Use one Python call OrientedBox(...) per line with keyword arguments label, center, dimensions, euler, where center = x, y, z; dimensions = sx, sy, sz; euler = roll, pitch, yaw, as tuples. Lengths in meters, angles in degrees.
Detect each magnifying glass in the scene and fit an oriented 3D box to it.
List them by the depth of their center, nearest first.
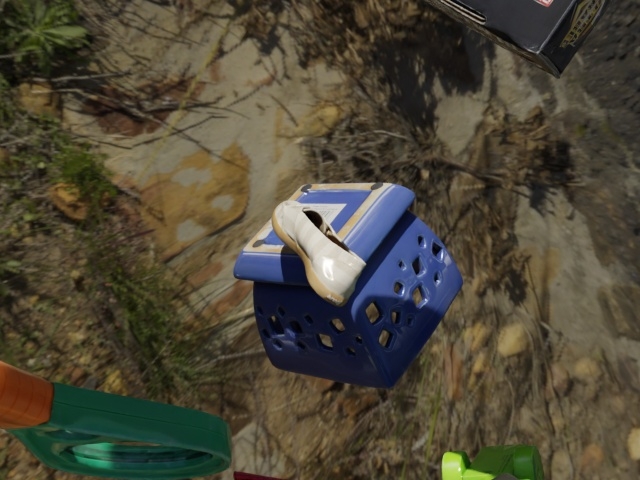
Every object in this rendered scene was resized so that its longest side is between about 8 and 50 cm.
OrientedBox(label="magnifying glass", center=(-0.112, 0.078, 0.378), dimensions=(0.092, 0.231, 0.026), euler=(-9, 63, 17))

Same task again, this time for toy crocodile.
OrientedBox(label="toy crocodile", center=(0.195, 0.307, 0.998), dimensions=(0.115, 0.340, 0.105), euler=(-10, 91, 17))

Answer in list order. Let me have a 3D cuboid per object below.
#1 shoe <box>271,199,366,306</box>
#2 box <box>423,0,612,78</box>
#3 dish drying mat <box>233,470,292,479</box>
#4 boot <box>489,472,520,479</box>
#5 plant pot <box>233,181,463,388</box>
OrientedBox(label="shoe", center=(0.000, 0.000, 1.045), dimensions=(0.077, 0.219, 0.058), euler=(24, 108, -30))
OrientedBox(label="box", center=(0.155, -0.329, 0.707), dimensions=(0.293, 0.073, 0.295), euler=(39, 103, 28))
OrientedBox(label="dish drying mat", center=(-0.013, 0.158, 0.545), dimensions=(0.083, 0.032, 0.008), euler=(8, 60, 4))
OrientedBox(label="boot", center=(0.094, 0.269, 0.576), dimensions=(0.137, 0.077, 0.197), euler=(-21, 98, -21))
OrientedBox(label="plant pot", center=(0.032, 0.047, 1.248), dimensions=(0.236, 0.236, 0.212), euler=(3, 131, 41))
